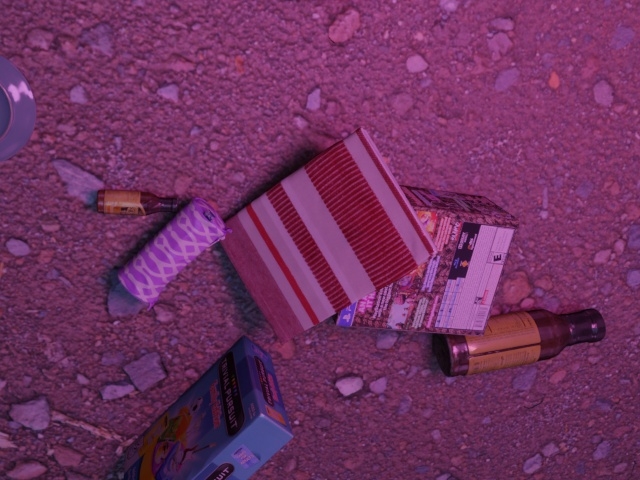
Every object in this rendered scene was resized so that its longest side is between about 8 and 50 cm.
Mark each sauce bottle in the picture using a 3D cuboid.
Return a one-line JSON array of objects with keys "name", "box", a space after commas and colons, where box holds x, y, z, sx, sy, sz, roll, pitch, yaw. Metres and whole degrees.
[{"name": "sauce bottle", "box": [0.407, 0.200, 1.332, 0.345, 0.111, 0.111, -6, 113, -11]}, {"name": "sauce bottle", "box": [-0.303, -0.062, 1.089, 0.128, 0.042, 0.042, 2, 111, -13]}]

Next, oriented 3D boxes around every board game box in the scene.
[{"name": "board game box", "box": [-0.213, 0.362, 1.168, 0.336, 0.253, 0.079, -45, 114, 6]}, {"name": "board game box", "box": [0.170, 0.031, 1.188, 0.291, 0.141, 0.231, 7, 110, -16]}]

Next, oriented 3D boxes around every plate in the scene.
[{"name": "plate", "box": [-0.529, -0.200, 0.987, 0.188, 0.024, 0.188, -5, 112, -12]}]

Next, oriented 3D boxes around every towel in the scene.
[{"name": "towel", "box": [0.000, 0.000, 1.078, 0.329, 0.037, 0.237, -32, 87, 25]}]

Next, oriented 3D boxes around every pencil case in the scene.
[{"name": "pencil case", "box": [-0.246, 0.018, 1.109, 0.206, 0.086, 0.088, -41, 103, 9]}]
